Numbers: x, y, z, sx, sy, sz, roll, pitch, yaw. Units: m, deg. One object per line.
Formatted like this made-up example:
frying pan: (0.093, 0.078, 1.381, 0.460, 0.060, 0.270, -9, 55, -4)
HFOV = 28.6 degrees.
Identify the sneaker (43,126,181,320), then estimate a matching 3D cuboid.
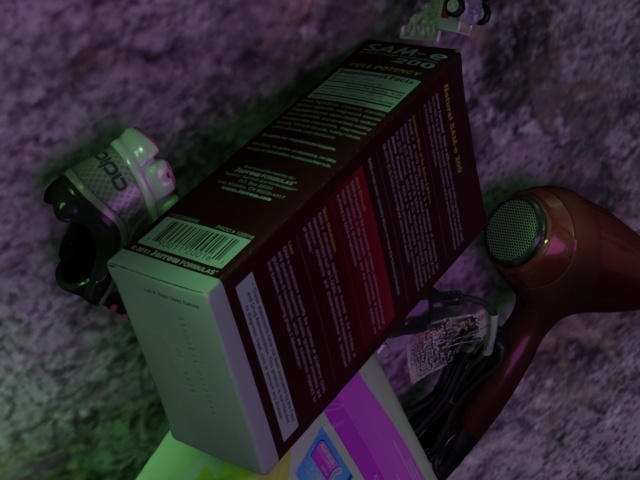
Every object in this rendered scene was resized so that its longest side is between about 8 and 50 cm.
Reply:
sneaker: (-0.109, 0.021, 0.705, 0.075, 0.063, 0.170, -22, 126, -16)

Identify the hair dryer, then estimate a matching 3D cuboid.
hair dryer: (0.137, 0.059, 0.908, 0.294, 0.080, 0.223, -20, 137, -18)

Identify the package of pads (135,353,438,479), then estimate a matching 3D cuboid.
package of pads: (-0.029, 0.220, 0.744, 0.296, 0.101, 0.229, -55, 130, -41)

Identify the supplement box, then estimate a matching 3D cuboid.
supplement box: (0.000, 0.000, 0.711, 0.239, 0.073, 0.130, -44, 134, -36)

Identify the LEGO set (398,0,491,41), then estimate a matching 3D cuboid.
LEGO set: (0.094, -0.233, 0.715, 0.244, 0.060, 0.182, -48, 136, -29)
